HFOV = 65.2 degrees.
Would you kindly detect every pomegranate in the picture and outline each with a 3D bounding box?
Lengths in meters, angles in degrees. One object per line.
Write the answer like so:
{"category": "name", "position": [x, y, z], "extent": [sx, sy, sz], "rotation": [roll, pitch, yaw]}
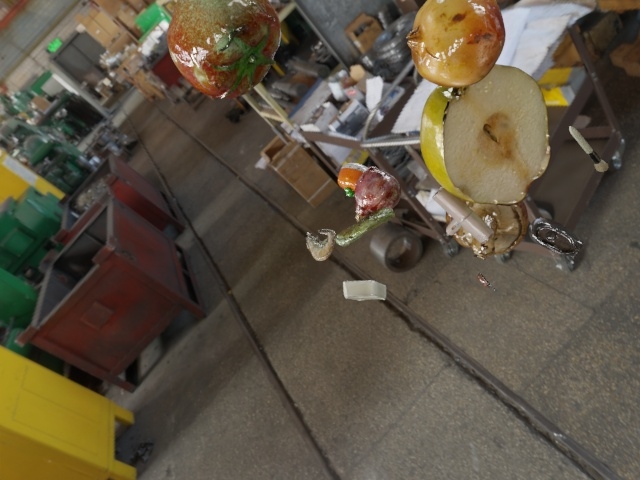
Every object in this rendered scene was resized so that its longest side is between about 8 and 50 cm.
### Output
{"category": "pomegranate", "position": [0.289, -0.432, 1.067], "extent": [0.209, 0.209, 0.209], "rotation": [-31, 35, 24]}

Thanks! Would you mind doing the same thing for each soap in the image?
{"category": "soap", "position": [0.168, 0.190, 1.877], "extent": [0.122, 0.183, 0.063], "rotation": [-4, 78, 21]}

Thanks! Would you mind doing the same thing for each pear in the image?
{"category": "pear", "position": [0.409, -0.277, 1.318], "extent": [0.340, 0.386, 0.191], "rotation": [-49, 31, -4]}

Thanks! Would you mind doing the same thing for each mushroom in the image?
{"category": "mushroom", "position": [0.592, -0.064, 1.727], "extent": [0.267, 0.267, 0.254], "rotation": [-46, 28, 2]}

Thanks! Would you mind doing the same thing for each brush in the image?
{"category": "brush", "position": [0.953, -0.325, 1.776], "extent": [0.042, 0.299, 0.039], "rotation": [20, 81, 54]}

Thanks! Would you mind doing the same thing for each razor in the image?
{"category": "razor", "position": [0.945, -0.015, 2.020], "extent": [0.205, 0.349, 0.113], "rotation": [32, 102, 17]}

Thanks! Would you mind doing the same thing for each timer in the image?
{"category": "timer", "position": [0.126, -0.224, 1.895], "extent": [0.136, 0.099, 0.136], "rotation": [-11, 59, 18]}

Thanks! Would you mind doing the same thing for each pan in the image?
{"category": "pan", "position": [0.619, 0.163, 1.866], "extent": [0.023, 0.068, 0.115], "rotation": [-43, 23, 11]}

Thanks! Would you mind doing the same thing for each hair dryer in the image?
{"category": "hair dryer", "position": [0.391, -0.068, 1.490], "extent": [0.053, 0.195, 0.220], "rotation": [-47, 2, -7]}

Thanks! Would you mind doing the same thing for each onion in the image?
{"category": "onion", "position": [0.180, -0.144, 1.694], "extent": [0.194, 0.160, 0.159], "rotation": [-55, 32, -1]}

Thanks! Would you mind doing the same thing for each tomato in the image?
{"category": "tomato", "position": [-0.259, -0.535, 1.316], "extent": [0.303, 0.239, 0.303], "rotation": [-46, -14, -15]}

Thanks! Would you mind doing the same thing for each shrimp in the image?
{"category": "shrimp", "position": [0.000, 0.000, 1.890], "extent": [0.126, 0.048, 0.223], "rotation": [-54, 30, 8]}

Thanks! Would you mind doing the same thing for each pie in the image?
{"category": "pie", "position": [0.122, -0.039, 1.388], "extent": [0.187, 0.041, 0.187], "rotation": [-29, 2, 1]}

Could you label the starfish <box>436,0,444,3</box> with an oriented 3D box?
{"category": "starfish", "position": [0.304, -0.599, 0.785], "extent": [0.398, 0.132, 0.383], "rotation": [28, 109, 51]}
